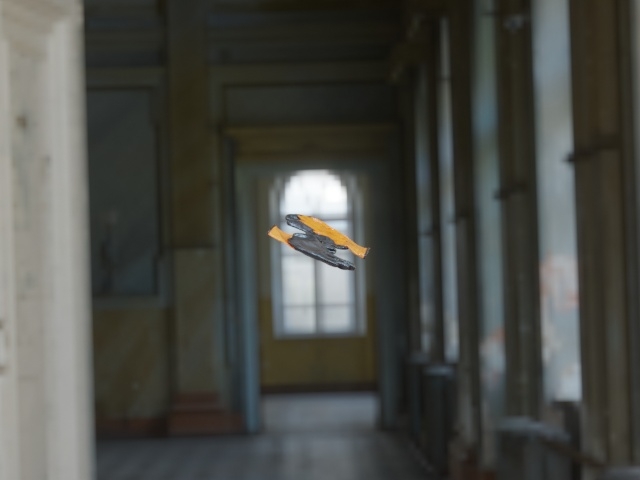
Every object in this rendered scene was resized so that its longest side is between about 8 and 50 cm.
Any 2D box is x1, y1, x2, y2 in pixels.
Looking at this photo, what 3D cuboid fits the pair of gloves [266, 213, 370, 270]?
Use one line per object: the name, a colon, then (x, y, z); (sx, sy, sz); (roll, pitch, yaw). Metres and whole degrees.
pair of gloves: (0.000, 0.000, 1.462); (0.074, 0.010, 0.083); (26, 18, 7)
